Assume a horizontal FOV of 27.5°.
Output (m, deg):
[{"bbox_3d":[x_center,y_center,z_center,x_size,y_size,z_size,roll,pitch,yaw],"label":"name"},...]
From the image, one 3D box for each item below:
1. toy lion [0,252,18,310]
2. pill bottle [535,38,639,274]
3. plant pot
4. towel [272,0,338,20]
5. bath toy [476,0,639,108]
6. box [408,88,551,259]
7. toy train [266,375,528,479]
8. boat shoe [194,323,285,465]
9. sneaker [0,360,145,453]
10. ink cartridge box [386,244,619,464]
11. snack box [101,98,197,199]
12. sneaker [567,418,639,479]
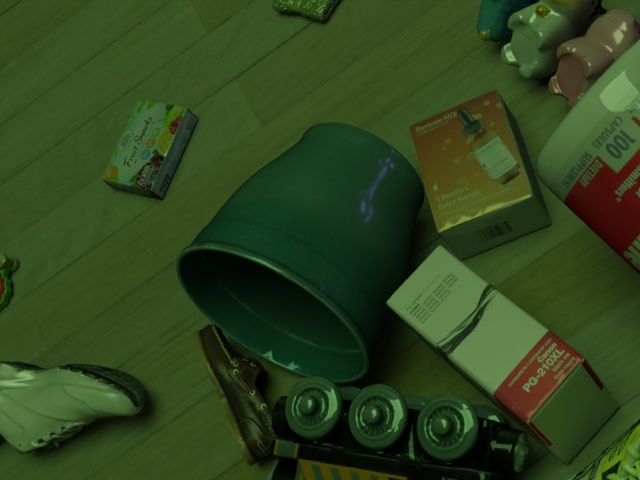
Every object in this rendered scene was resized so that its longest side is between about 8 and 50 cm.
[{"bbox_3d":[-0.513,0.064,2.012,0.100,0.034,0.096,12,80,31],"label":"toy lion"},{"bbox_3d":[0.441,-0.018,1.352,0.229,0.229,0.407,-46,78,0],"label":"pill bottle"},{"bbox_3d":[0.000,0.000,1.655,0.271,0.272,0.255,15,59,32],"label":"plant pot"},{"bbox_3d":[-0.002,-0.402,1.983,0.110,0.027,0.148,19,74,32],"label":"towel"},{"bbox_3d":[0.355,-0.241,1.670,0.348,0.129,0.151,49,137,37],"label":"bath toy"},{"bbox_3d":[0.203,-0.085,1.682,0.130,0.091,0.170,-23,58,15],"label":"box"},{"bbox_3d":[0.081,0.271,1.549,0.333,0.142,0.190,4,78,29],"label":"toy train"},{"bbox_3d":[-0.099,0.192,1.714,0.073,0.073,0.207,-32,63,8],"label":"boat shoe"},{"bbox_3d":[-0.369,0.234,1.825,0.297,0.111,0.129,-2,81,30],"label":"sneaker"},{"bbox_3d":[0.211,0.132,1.521,0.100,0.172,0.237,-48,55,-2],"label":"ink cartridge box"},{"bbox_3d":[-0.258,-0.139,1.976,0.100,0.037,0.141,12,72,32],"label":"snack box"},{"bbox_3d":[0.334,0.268,1.408,0.384,0.147,0.145,-45,56,2],"label":"sneaker"}]
